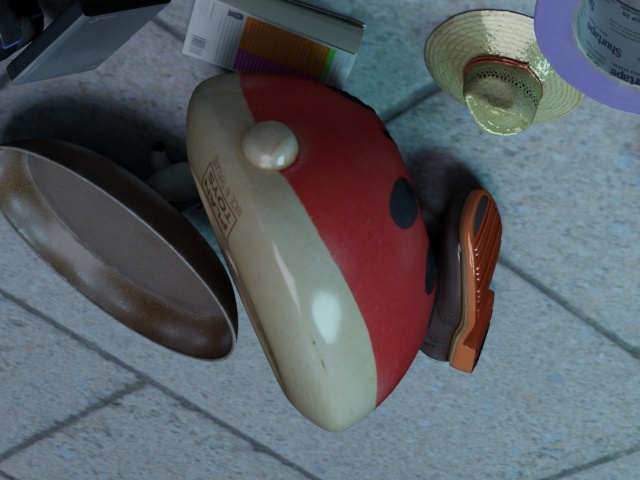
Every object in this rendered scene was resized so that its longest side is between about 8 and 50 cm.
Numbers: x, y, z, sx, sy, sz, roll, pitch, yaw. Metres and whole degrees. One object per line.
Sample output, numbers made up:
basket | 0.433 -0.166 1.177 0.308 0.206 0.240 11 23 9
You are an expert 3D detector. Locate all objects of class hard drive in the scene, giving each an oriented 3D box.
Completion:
hard drive | -0.202 -0.179 1.596 0.135 0.094 0.022 -33 78 48

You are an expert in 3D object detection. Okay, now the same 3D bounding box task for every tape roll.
tape roll | 0.261 -0.183 1.396 0.189 0.080 0.189 10 145 7

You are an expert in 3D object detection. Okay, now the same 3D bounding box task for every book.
book | -0.043 -0.169 1.586 0.144 0.035 0.096 19 149 -3

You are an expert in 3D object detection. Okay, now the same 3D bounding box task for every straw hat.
straw hat | 0.152 -0.122 1.544 0.144 0.061 0.144 11 146 8

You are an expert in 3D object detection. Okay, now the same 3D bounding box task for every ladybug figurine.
ladybug figurine | 0.000 0.000 1.603 0.162 0.305 0.449 -23 161 -4

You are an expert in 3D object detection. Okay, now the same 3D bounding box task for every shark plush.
shark plush | -0.142 -0.032 1.805 0.067 0.073 0.161 -4 148 -26

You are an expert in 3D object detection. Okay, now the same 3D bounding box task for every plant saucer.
plant saucer | -0.196 0.002 1.800 0.311 0.050 0.310 33 158 15

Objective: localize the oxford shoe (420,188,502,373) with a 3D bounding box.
oxford shoe | 0.114 0.038 1.760 0.098 0.097 0.271 16 146 11

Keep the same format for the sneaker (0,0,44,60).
sneaker | -0.307 -0.179 1.646 0.079 0.121 0.217 59 166 -13
